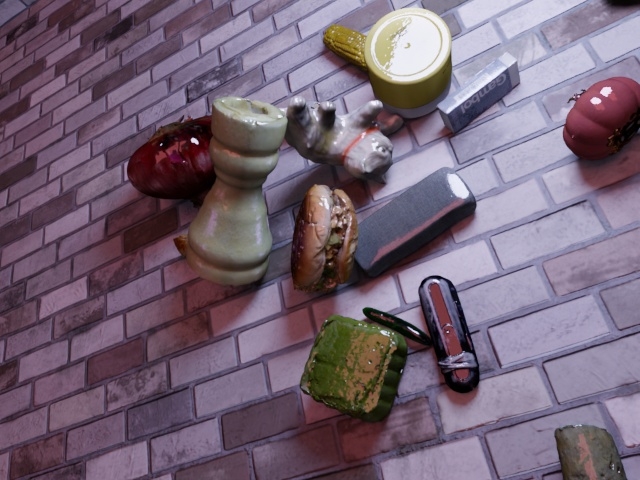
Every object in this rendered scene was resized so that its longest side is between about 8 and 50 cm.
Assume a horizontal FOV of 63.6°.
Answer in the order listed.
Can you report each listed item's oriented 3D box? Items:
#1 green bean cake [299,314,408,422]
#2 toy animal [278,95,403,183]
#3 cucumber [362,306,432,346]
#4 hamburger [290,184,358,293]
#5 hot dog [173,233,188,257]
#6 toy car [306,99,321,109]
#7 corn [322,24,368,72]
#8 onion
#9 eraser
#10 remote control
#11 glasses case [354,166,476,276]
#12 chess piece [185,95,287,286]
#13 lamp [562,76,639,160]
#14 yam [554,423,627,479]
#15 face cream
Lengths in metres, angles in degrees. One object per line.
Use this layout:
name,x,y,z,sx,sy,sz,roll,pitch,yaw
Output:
green bean cake,0.075,0.284,1.168,0.200,0.113,0.214,12,75,31
toy animal,0.045,-0.248,1.324,0.266,0.308,0.188,-7,80,28
cucumber,0.177,0.196,1.203,0.184,0.033,0.036,22,62,31
hamburger,0.000,0.000,1.272,0.146,0.286,0.243,4,28,-10
hot dog,-0.359,0.030,1.538,0.169,0.061,0.078,32,118,14
toy car,-0.042,-0.363,1.529,0.139,0.112,0.112,4,55,39
corn,0.104,-0.575,1.544,0.097,0.097,0.261,-49,56,1
onion,-0.404,-0.225,1.581,0.347,0.285,0.347,-20,22,8
eraser,0.399,-0.369,1.298,0.212,0.092,0.046,-37,56,8
remote control,0.277,0.196,1.128,0.090,0.066,0.266,-23,59,21
glasses case,0.216,-0.045,1.262,0.323,0.074,0.131,-35,56,10
chess piece,-0.206,-0.124,1.306,0.234,0.234,0.442,38,126,34
lamp,0.596,-0.261,1.096,0.182,0.182,0.140,-43,52,5
yam,0.479,0.424,0.899,0.107,0.107,0.194,-15,61,21
face cream,0.231,-0.457,1.342,0.218,0.179,0.218,-3,76,13
